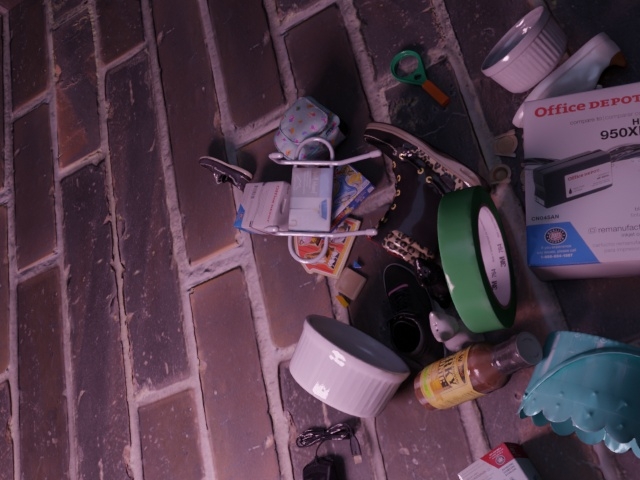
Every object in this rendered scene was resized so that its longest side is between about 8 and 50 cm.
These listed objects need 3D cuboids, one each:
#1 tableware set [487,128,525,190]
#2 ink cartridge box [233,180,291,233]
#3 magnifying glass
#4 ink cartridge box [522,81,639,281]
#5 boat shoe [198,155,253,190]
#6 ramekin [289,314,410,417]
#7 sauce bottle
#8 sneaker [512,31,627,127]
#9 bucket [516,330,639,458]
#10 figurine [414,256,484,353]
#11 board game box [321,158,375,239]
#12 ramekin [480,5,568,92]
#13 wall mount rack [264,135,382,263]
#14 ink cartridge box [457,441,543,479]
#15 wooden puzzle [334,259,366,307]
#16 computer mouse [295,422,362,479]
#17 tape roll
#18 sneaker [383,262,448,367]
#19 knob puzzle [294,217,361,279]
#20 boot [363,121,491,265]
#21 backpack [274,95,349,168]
[{"bbox_3d":[0.488,-0.200,1.765,0.141,0.020,0.168,-1,73,30],"label":"tableware set"},{"bbox_3d":[-0.149,-0.090,2.031,0.191,0.082,0.139,4,75,50],"label":"ink cartridge box"},{"bbox_3d":[0.277,-0.445,1.974,0.092,0.026,0.231,-44,55,10],"label":"magnifying glass"},{"bbox_3d":[0.605,-0.123,1.572,0.286,0.166,0.394,-5,72,26],"label":"ink cartridge box"},{"bbox_3d":[-0.303,-0.206,2.199,0.206,0.075,0.064,20,81,29],"label":"boat shoe"},{"bbox_3d":[0.061,0.300,1.697,0.277,0.277,0.135,32,99,34],"label":"ramekin"},{"bbox_3d":[0.334,0.278,1.538,0.344,0.112,0.111,-44,50,51],"label":"sauce bottle"},{"bbox_3d":[0.595,-0.352,1.705,0.290,0.106,0.123,-43,77,22],"label":"sneaker"},{"bbox_3d":[0.547,0.303,1.414,0.281,0.281,0.183,11,75,33],"label":"bucket"},{"bbox_3d":[0.285,0.154,1.646,0.092,0.209,0.214,-24,63,22],"label":"figurine"},{"bbox_3d":[0.038,-0.114,1.968,0.201,0.035,0.136,-46,47,3],"label":"board game box"},{"bbox_3d":[0.503,-0.455,1.742,0.109,0.207,0.207,40,97,-10],"label":"ramekin"},{"bbox_3d":[0.012,-0.116,1.860,0.304,0.130,0.349,1,82,13],"label":"wall mount rack"},{"bbox_3d":[0.401,0.534,1.496,0.128,0.127,0.176,-40,59,13],"label":"ink cartridge box"},{"bbox_3d":[0.079,0.116,1.900,0.078,0.014,0.116,39,95,30],"label":"wooden puzzle"},{"bbox_3d":[0.034,0.577,1.742,0.184,0.060,0.262,-25,51,26],"label":"computer mouse"},{"bbox_3d":[0.350,0.041,1.580,0.077,0.321,0.321,-13,67,27],"label":"tape roll"},{"bbox_3d":[0.207,0.166,1.727,0.105,0.147,0.295,-32,59,19],"label":"sneaker"},{"bbox_3d":[0.000,0.000,1.976,0.213,0.030,0.213,-10,69,28],"label":"knob puzzle"},{"bbox_3d":[0.207,-0.117,1.829,0.377,0.138,0.284,34,92,23],"label":"boot"},{"bbox_3d":[-0.038,-0.301,2.037,0.166,0.144,0.188,42,100,28],"label":"backpack"}]
